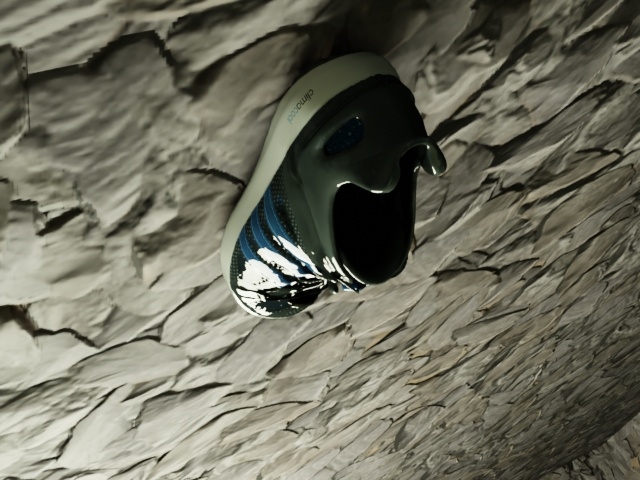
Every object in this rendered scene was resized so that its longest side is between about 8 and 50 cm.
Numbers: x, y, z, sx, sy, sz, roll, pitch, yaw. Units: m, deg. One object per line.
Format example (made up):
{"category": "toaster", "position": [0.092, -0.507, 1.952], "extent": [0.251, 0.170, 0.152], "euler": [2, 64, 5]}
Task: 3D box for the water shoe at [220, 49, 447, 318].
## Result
{"category": "water shoe", "position": [0.000, 0.000, 0.457], "extent": [0.073, 0.080, 0.203], "euler": [-19, 152, -25]}
